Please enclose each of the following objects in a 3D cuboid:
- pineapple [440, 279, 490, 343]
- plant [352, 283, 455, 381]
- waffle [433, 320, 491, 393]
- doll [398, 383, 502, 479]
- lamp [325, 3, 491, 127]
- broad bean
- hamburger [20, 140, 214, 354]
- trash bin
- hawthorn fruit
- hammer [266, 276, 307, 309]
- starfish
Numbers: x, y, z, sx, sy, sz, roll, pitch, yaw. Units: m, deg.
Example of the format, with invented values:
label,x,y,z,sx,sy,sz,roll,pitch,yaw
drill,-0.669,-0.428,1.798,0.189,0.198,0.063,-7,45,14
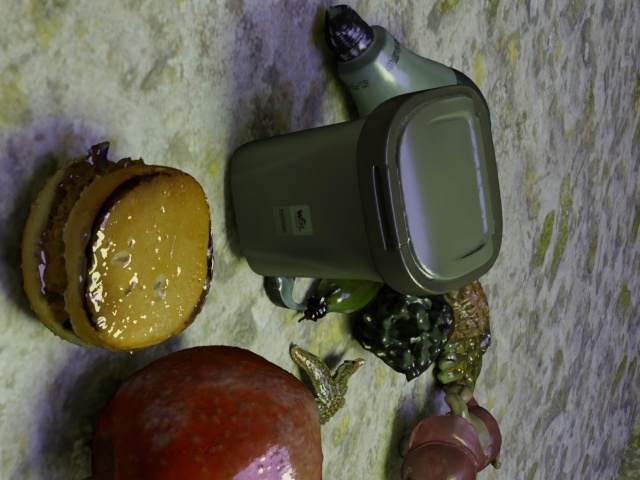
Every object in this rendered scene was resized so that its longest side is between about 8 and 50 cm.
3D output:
label,x,y,z,sx,sy,sz,roll,pitch,yaw
pineapple,0.207,0.050,1.506,0.128,0.128,0.248,-48,132,-42
plant,0.130,0.130,1.363,0.129,0.132,0.194,-59,164,9
waffle,0.279,0.202,1.727,0.204,0.054,0.223,-66,148,-22
doll,0.220,0.373,1.580,0.256,0.152,0.196,-34,111,-61
lamp,0.112,-0.180,1.225,0.314,0.182,0.182,27,75,-49
broad bean,0.074,0.034,1.321,0.339,0.061,0.077,-44,114,-45
hamburger,-0.182,0.014,0.831,0.191,0.118,0.182,28,78,-55
trash bin,0.048,-0.053,1.043,0.219,0.250,0.220,-19,103,-55
hawthorn fruit,-0.114,0.213,0.895,0.263,0.231,0.235,52,44,-58
hammer,0.000,0.000,1.224,0.246,0.029,0.103,-51,139,-42
starfish,-0.007,0.238,1.274,0.208,0.053,0.176,12,99,-54
